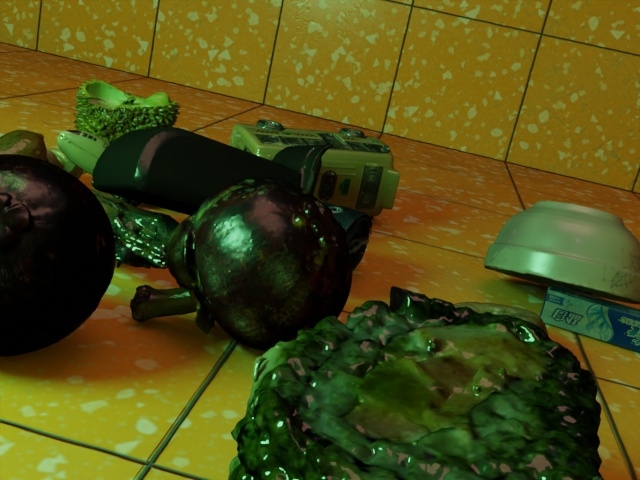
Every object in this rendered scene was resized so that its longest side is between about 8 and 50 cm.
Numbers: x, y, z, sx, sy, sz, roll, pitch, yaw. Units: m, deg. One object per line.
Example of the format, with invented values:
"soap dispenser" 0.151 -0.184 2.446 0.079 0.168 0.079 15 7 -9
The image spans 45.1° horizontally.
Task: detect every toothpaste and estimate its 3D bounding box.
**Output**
"toothpaste" 0.511 0.144 1.294 0.272 0.066 0.053 17 17 16

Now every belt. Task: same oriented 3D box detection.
"belt" 0.001 0.000 1.297 0.128 0.122 0.218 16 18 17

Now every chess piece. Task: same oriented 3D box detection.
"chess piece" -0.504 -0.135 1.451 0.094 0.094 0.170 16 10 11

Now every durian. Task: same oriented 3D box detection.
"durian" -0.447 -0.265 1.751 0.237 0.177 0.200 7 7 -36

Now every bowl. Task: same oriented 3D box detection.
"bowl" 0.454 0.015 1.404 0.287 0.144 0.287 13 -1 0

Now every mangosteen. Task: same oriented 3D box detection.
"mangosteen" -0.346 0.026 0.866 0.228 0.228 0.265 10 -23 -8
"mangosteen" -0.103 0.042 0.995 0.289 0.231 0.231 -21 11 13

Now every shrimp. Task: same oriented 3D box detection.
"shrimp" -0.313 -0.024 1.214 0.272 0.085 0.445 12 7 -40
"shrimp" 0.248 0.145 1.111 0.168 0.077 0.317 5 11 10

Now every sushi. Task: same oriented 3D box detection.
"sushi" 0.079 0.185 0.656 0.294 0.178 0.352 15 20 16

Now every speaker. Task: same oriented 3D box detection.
"speaker" -0.175 -0.129 1.340 0.388 0.184 0.180 15 -6 -41

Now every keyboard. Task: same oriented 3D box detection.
"keyboard" 0.139 0.115 1.217 0.067 0.011 0.202 15 17 2

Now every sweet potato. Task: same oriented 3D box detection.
"sweet potato" -0.566 -0.101 1.255 0.097 0.097 0.292 22 38 29

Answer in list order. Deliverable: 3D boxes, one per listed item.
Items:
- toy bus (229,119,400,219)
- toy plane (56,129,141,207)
"toy bus" -0.013 -0.148 1.695 0.365 0.177 0.202 1 24 -25
"toy plane" -0.378 -0.126 1.440 0.256 0.104 0.242 20 8 -37
